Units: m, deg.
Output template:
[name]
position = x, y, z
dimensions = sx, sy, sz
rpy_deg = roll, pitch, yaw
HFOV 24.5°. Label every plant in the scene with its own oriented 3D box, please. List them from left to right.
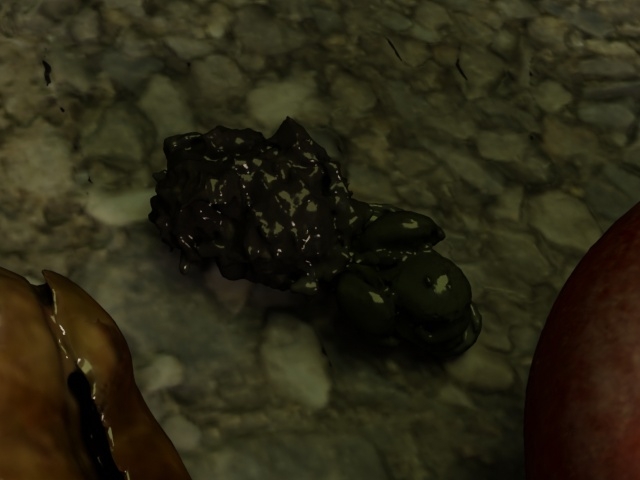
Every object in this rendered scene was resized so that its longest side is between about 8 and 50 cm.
[plant]
position = 0.000, 0.000, 0.683
dimensions = 0.174, 0.085, 0.087
rpy_deg = 27, 89, 2

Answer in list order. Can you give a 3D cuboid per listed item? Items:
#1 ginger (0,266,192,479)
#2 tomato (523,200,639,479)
[ginger]
position = -0.076, 0.163, 0.487
dimensions = 0.321, 0.172, 0.165
rpy_deg = 52, 19, 17
[tomato]
position = 0.216, 0.093, 0.572
dimensions = 0.270, 0.227, 0.270
rpy_deg = -5, 59, 8
